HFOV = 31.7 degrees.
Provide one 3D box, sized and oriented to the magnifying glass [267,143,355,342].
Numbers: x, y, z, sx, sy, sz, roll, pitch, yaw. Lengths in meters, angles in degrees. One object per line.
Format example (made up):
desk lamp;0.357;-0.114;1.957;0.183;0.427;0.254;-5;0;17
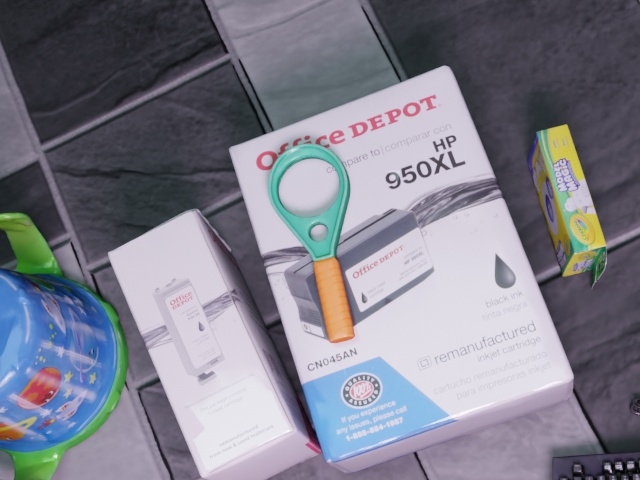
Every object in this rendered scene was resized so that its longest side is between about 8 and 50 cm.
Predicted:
magnifying glass;0.000;0.000;1.246;0.092;0.026;0.230;-15;73;7

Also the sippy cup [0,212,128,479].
sippy cup;-0.377;0.132;1.350;0.240;0.224;0.305;-40;71;-3

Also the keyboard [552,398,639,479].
keyboard;0.412;0.242;1.229;0.317;0.033;0.201;-8;47;20

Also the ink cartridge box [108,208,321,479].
ink cartridge box;-0.118;0.132;1.310;0.117;0.207;0.283;-27;71;1

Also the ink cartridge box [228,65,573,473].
ink cartridge box;0.090;0.036;1.320;0.286;0.166;0.394;-20;72;5

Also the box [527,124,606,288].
box;0.292;-0.034;1.334;0.043;0.105;0.179;-15;72;-1
